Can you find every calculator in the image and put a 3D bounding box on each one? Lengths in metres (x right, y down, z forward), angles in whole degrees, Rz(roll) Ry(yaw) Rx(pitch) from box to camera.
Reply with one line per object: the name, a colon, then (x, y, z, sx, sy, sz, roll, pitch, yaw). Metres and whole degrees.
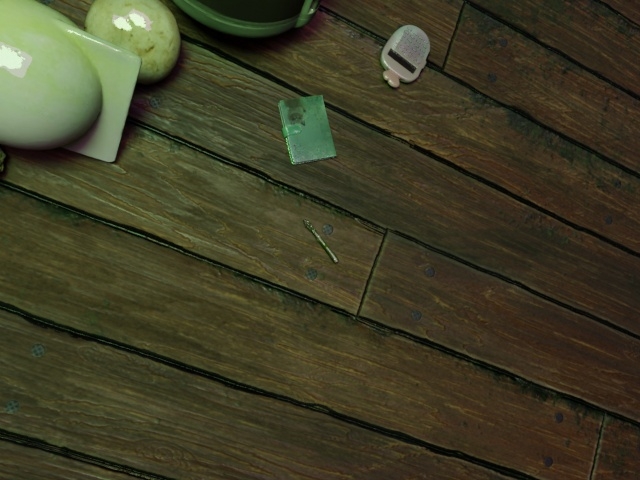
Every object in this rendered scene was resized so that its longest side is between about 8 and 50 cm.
calculator: (0.189, -0.413, 1.074, 0.103, 0.024, 0.166, 34, 74, -10)

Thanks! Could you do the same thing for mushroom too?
mushroom: (-0.340, -0.369, 0.875, 0.166, 0.127, 0.166, -3, 107, -8)

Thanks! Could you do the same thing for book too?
book: (-0.030, -0.232, 0.998, 0.103, 0.017, 0.135, -12, 87, -17)

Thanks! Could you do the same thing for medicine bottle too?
medicine bottle: (-0.512, -0.276, 0.751, 0.405, 0.235, 0.236, 18, 80, -22)

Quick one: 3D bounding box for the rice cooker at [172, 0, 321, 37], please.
rice cooker: (-0.128, -0.560, 0.850, 0.334, 0.325, 0.336, 9, 62, -17)

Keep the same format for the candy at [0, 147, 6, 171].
candy: (-0.587, -0.135, 0.787, 0.095, 0.110, 0.085, 6, 101, -4)

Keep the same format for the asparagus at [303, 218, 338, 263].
asparagus: (0.000, 0.000, 0.983, 0.014, 0.015, 0.114, -40, 96, -14)
